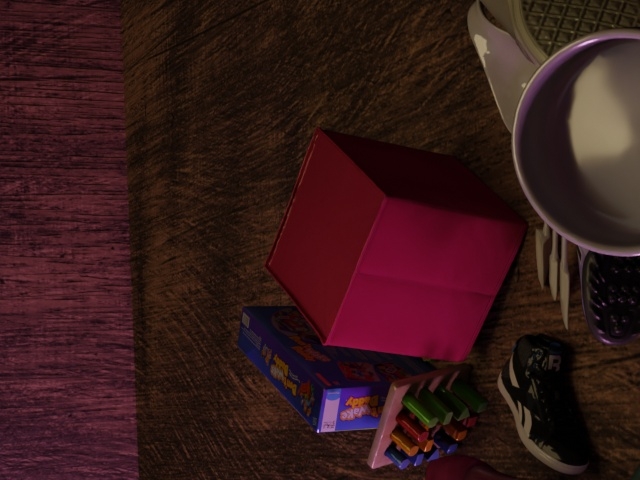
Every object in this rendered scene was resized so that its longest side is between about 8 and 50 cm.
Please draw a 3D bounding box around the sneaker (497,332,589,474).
[{"bbox_3d":[0.316,0.212,1.889,0.217,0.079,0.121,-121,38,-49],"label":"sneaker"}]

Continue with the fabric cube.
[{"bbox_3d":[0.107,0.009,2.079,0.254,0.258,0.259,50,124,52],"label":"fabric cube"}]

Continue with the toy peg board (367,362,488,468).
[{"bbox_3d":[0.173,0.289,2.113,0.079,0.161,0.160,41,127,40],"label":"toy peg board"}]

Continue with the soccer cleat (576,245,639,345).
[{"bbox_3d":[0.373,-0.023,1.764,0.116,0.109,0.318,157,113,-77],"label":"soccer cleat"}]

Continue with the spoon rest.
[{"bbox_3d":[0.277,-0.263,1.969,0.137,0.084,0.276,120,142,-46],"label":"spoon rest"}]

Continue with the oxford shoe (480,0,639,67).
[{"bbox_3d":[0.311,-0.312,1.839,0.130,0.169,0.449,82,164,-47],"label":"oxford shoe"}]

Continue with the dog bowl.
[{"bbox_3d":[0.366,-0.119,1.607,0.265,0.104,0.264,6,102,27],"label":"dog bowl"}]

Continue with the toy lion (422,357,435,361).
[{"bbox_3d":[0.181,0.147,2.233,0.096,0.034,0.100,154,113,-70],"label":"toy lion"}]

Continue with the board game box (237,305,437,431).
[{"bbox_3d":[0.033,0.207,2.302,0.347,0.233,0.078,-141,56,-59],"label":"board game box"}]

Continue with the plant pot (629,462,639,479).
[{"bbox_3d":[0.446,0.302,1.378,0.334,0.341,0.341,109,150,-50],"label":"plant pot"}]

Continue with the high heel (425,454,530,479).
[{"bbox_3d":[0.192,0.482,1.831,0.181,0.127,0.377,4,81,55],"label":"high heel"}]

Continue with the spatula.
[{"bbox_3d":[0.317,-0.021,1.861,0.168,0.019,0.242,-93,-1,-65],"label":"spatula"}]
